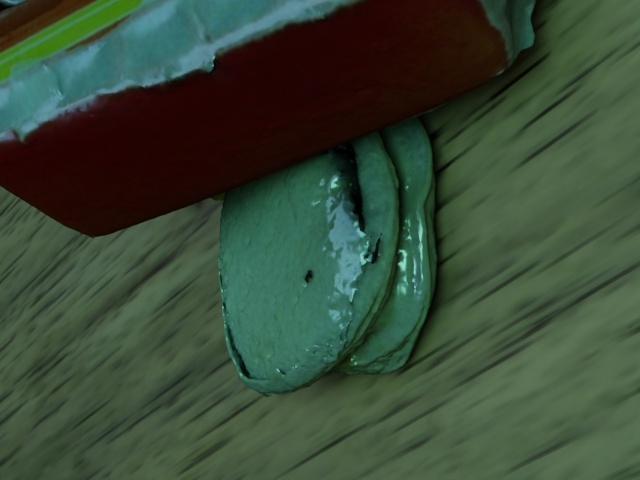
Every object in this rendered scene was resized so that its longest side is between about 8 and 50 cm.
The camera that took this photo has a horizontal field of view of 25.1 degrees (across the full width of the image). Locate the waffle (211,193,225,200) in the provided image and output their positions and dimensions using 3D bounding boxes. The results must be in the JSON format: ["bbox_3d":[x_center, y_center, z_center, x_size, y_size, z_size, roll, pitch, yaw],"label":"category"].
[{"bbox_3d":[-0.096,-0.159,0.803,0.293,0.069,0.260,52,124,42],"label":"waffle"}]

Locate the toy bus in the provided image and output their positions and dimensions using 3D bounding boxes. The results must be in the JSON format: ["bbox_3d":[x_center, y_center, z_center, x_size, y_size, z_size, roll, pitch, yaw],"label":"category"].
[{"bbox_3d":[-0.031,-0.094,0.607,0.265,0.121,0.120,-20,57,24],"label":"toy bus"}]

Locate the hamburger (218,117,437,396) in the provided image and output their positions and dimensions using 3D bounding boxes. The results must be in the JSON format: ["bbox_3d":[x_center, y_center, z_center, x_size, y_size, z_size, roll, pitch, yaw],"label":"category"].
[{"bbox_3d":[0.000,0.000,0.669,0.133,0.062,0.140,-16,76,52],"label":"hamburger"}]
